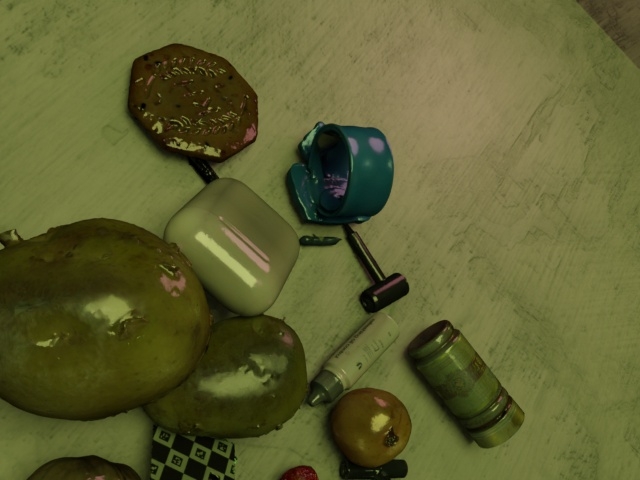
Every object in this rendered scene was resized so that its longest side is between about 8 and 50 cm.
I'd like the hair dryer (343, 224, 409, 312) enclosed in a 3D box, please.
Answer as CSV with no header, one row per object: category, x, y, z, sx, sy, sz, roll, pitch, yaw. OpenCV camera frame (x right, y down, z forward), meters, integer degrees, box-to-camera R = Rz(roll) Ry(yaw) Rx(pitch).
hair dryer,0.120,0.067,1.774,0.128,0.070,0.255,-29,80,-32

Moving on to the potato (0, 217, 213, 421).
potato,-0.438,0.125,1.194,0.442,0.319,0.385,-9,75,-2

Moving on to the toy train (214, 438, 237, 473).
toy train,-0.213,0.481,1.449,0.053,0.033,0.083,-38,92,-37

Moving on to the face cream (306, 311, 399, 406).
face cream,0.074,0.304,1.636,0.311,0.092,0.092,-41,93,-32

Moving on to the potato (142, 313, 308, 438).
potato,-0.201,0.309,1.415,0.359,0.219,0.269,-16,68,-25

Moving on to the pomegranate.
pomegranate,0.122,0.438,1.557,0.191,0.191,0.191,10,68,-25

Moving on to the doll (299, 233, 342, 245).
doll,0.000,0.000,1.739,0.125,0.037,0.027,0,72,-30

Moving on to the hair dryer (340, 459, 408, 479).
hair dryer,0.154,0.592,1.537,0.173,0.050,0.195,7,25,-25

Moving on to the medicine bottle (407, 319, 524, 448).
medicine bottle,0.380,0.375,1.737,0.151,0.151,0.322,-40,93,-33

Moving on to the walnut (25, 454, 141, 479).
walnut,-0.439,0.510,1.202,0.248,0.248,0.248,10,68,-25

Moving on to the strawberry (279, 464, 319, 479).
strawberry,-0.046,0.550,1.481,0.106,0.106,0.106,10,68,-25

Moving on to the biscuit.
biscuit,-0.315,-0.355,1.675,0.359,0.046,0.359,12,60,-23

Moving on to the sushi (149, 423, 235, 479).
sushi,-0.261,0.514,1.317,0.193,0.043,0.279,22,30,-25

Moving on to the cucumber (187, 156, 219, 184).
cucumber,-0.309,-0.198,1.647,0.039,0.043,0.163,-41,86,7

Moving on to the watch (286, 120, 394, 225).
watch,0.064,-0.203,1.705,0.241,0.274,0.305,-4,74,-28

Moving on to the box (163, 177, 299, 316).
box,-0.192,0.006,1.507,0.289,0.141,0.349,44,25,-9
